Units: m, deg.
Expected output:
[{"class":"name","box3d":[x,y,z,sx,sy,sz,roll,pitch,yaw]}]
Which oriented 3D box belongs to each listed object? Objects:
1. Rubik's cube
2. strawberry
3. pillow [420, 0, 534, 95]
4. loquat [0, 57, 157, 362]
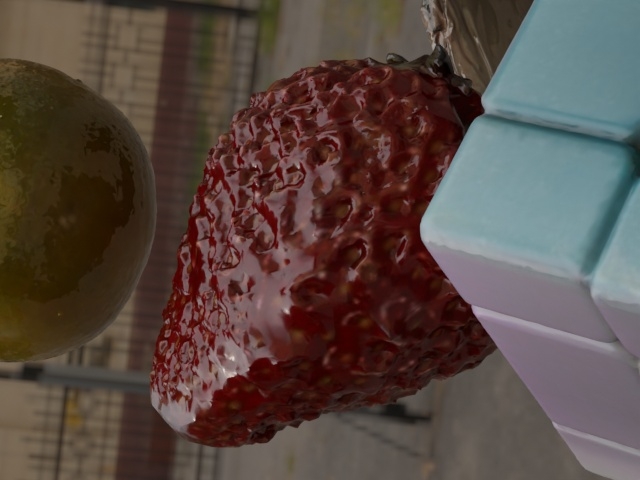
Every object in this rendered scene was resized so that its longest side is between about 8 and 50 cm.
[{"class":"Rubik's cube","box3d":[0.297,-0.022,0.955,0.322,0.316,0.319,-60,-37,-18]},{"class":"strawberry","box3d":[0.001,0.004,1.149,0.261,0.258,0.261,168,90,-78]},{"class":"pillow","box3d":[0.184,-0.114,1.434,0.067,0.173,0.270,-33,78,49]},{"class":"loquat","box3d":[-0.237,-0.023,1.295,0.244,0.244,0.244,-174,90,-82]}]
